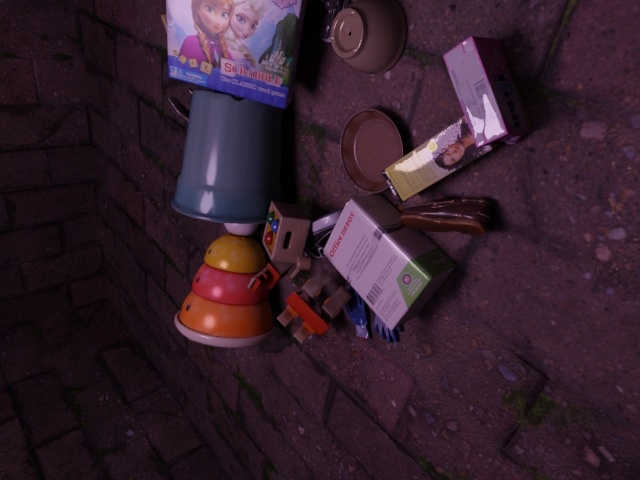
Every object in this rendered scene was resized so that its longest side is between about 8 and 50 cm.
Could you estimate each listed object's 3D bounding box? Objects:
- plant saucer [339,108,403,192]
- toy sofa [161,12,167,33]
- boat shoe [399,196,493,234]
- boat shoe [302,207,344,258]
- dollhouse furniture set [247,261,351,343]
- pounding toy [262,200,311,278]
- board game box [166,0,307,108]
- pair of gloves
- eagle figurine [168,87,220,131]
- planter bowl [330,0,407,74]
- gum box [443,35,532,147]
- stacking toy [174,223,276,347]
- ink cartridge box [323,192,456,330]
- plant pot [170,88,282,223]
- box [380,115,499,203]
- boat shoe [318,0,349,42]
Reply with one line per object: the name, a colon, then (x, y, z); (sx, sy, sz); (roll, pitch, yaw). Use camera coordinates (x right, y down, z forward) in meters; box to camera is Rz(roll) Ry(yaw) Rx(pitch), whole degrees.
plant saucer: (0.129, -0.216, 1.053); (0.198, 0.036, 0.198); (20, 118, 44)
toy sofa: (-0.282, -0.596, 1.245); (0.362, 0.177, 0.150); (25, 141, 42)
boat shoe: (0.268, -0.058, 0.935); (0.207, 0.073, 0.073); (8, 72, 44)
boat shoe: (-0.003, 0.002, 1.229); (0.306, 0.113, 0.105); (-32, 86, 52)
dollhouse furniture set: (-0.076, 0.178, 1.285); (0.259, 0.135, 0.262); (45, 144, 5)
pounding toy: (-0.095, 0.016, 1.154); (0.206, 0.094, 0.181); (-127, 49, -60)
board game box: (-0.204, -0.509, 1.031); (0.319, 0.066, 0.318); (15, 130, 1)
pair of gloves: (0.140, 0.204, 1.208); (0.198, 0.023, 0.159); (-4, 99, 49)
eagle figurine: (-0.382, -0.347, 1.475); (0.225, 0.226, 0.298); (29, 121, 17)
planter bowl: (0.092, -0.450, 0.952); (0.162, 0.109, 0.162); (21, 120, 44)
gum box: (0.304, -0.261, 0.779); (0.062, 0.107, 0.188); (-21, 88, 50)
stacking toy: (-0.299, 0.096, 1.504); (0.350, 0.350, 0.480); (17, 100, 45)
ink cartridge box: (0.156, 0.045, 1.057); (0.273, 0.115, 0.198); (49, 134, 25)
plant pot: (-0.253, -0.255, 1.276); (0.341, 0.341, 0.334); (26, 113, 41)
box: (0.240, -0.168, 0.898); (0.232, 0.058, 0.087); (-33, 87, 43)
boat shoe: (0.028, -0.578, 1.002); (0.080, 0.076, 0.228); (47, 134, 27)
